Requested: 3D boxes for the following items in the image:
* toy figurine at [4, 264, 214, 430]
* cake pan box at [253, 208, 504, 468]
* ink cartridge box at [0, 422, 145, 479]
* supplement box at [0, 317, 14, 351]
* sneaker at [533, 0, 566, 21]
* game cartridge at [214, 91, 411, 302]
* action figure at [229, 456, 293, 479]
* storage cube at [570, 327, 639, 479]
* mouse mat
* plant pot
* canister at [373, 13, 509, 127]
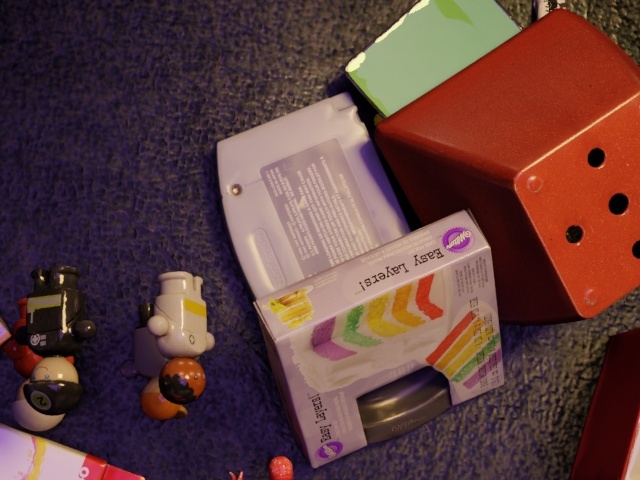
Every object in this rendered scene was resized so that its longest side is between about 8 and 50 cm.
[{"bbox_3d":[-0.221,0.122,1.593,0.209,0.213,0.148,3,73,-18],"label":"toy figurine"},{"bbox_3d":[0.070,0.113,1.618,0.245,0.267,0.070,-21,51,-8],"label":"cake pan box"},{"bbox_3d":[-0.316,0.278,1.633,0.231,0.078,0.134,20,81,-4],"label":"ink cartridge box"},{"bbox_3d":[-0.378,0.079,1.661,0.036,0.062,0.098,-40,89,-8],"label":"supplement box"},{"bbox_3d":[0.271,-0.261,1.783,0.040,0.044,0.109,5,80,-3],"label":"sneaker"},{"bbox_3d":[0.000,0.000,1.716,0.196,0.060,0.294,-22,85,-12],"label":"game cartridge"},{"bbox_3d":[-0.041,0.356,1.656,0.091,0.139,0.280,-5,105,-10],"label":"action figure"},{"bbox_3d":[0.405,0.211,1.660,0.183,0.193,0.215,18,80,-3],"label":"storage cube"},{"bbox_3d":[0.141,-0.197,1.707,0.189,0.007,0.152,-41,86,-5],"label":"mouse mat"},{"bbox_3d":[0.262,-0.061,1.616,0.267,0.236,0.267,-33,111,-10],"label":"plant pot"},{"bbox_3d":[0.160,-0.158,1.743,0.126,0.073,0.170,44,82,2],"label":"canister"}]
